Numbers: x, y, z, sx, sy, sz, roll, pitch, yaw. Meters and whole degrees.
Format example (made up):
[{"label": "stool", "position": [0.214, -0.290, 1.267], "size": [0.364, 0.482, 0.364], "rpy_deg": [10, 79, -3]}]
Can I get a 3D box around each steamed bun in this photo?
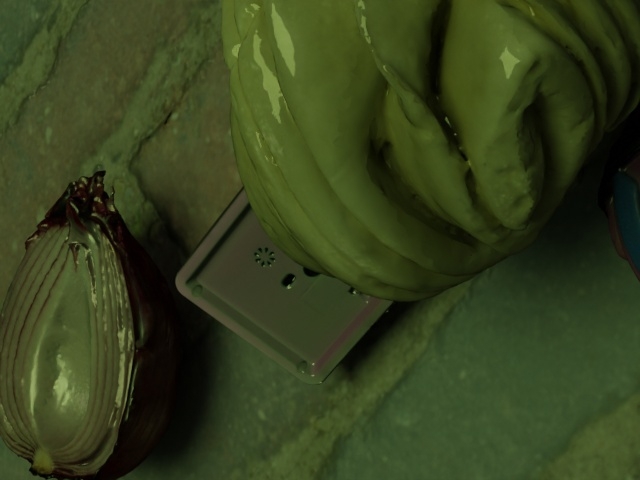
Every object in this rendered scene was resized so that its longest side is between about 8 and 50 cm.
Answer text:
[{"label": "steamed bun", "position": [0.060, -0.101, 0.894], "size": [0.289, 0.203, 0.276], "rpy_deg": [-29, 102, 19]}]

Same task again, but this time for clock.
[{"label": "clock", "position": [0.000, 0.000, 1.143], "size": [0.150, 0.063, 0.197], "rpy_deg": [36, 117, -6]}]

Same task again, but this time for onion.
[{"label": "onion", "position": [-0.194, 0.077, 1.320], "size": [0.227, 0.120, 0.283], "rpy_deg": [18, 101, 44]}]

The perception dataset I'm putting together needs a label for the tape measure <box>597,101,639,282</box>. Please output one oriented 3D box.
[{"label": "tape measure", "position": [0.300, -0.041, 0.879], "size": [0.231, 0.149, 0.245], "rpy_deg": [46, 108, 37]}]
